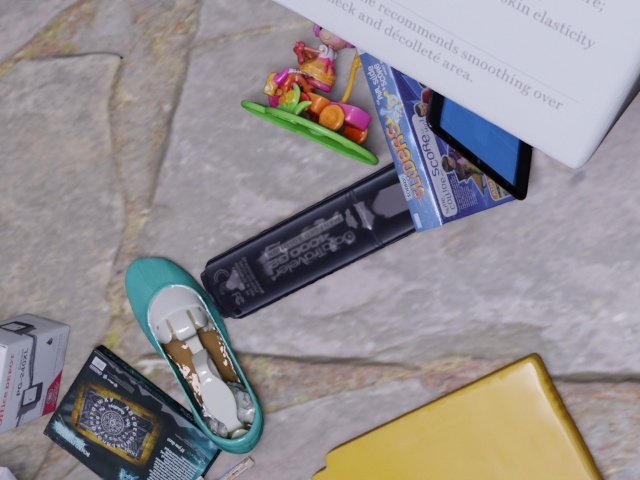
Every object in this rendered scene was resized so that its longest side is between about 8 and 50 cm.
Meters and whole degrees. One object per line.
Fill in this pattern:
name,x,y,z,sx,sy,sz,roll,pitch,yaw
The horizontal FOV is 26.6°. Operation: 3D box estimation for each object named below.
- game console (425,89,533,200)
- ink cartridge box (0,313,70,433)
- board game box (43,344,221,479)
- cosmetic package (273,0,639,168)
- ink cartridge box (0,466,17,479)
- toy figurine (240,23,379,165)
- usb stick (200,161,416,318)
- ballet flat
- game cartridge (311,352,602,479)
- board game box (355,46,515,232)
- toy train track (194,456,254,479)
game console,0.183,-0.134,1.332,0.144,0.085,0.124,36,106,-27
ink cartridge box,-0.349,0.150,1.514,0.063,0.150,0.109,15,100,15
board game box,-0.213,0.224,1.547,0.186,0.026,0.126,36,104,10
cosmetic package,0.207,-0.345,1.144,0.329,0.327,0.393,32,129,11
ink cartridge box,-0.433,0.380,1.520,0.233,0.168,0.171,-11,132,17
toy figurine,0.017,-0.183,1.413,0.173,0.130,0.159,24,88,37
usb stick,0.000,0.000,1.453,0.278,0.045,0.077,-27,94,17
ballet flat,-0.132,0.120,1.477,0.083,0.087,0.247,-29,88,-11
game cartridge,0.177,0.321,1.435,0.285,0.053,0.323,-27,85,17
board game box,0.117,-0.119,1.358,0.035,0.136,0.201,-18,89,43
toy train track,-0.109,0.273,1.518,0.083,0.014,0.048,-39,119,4
